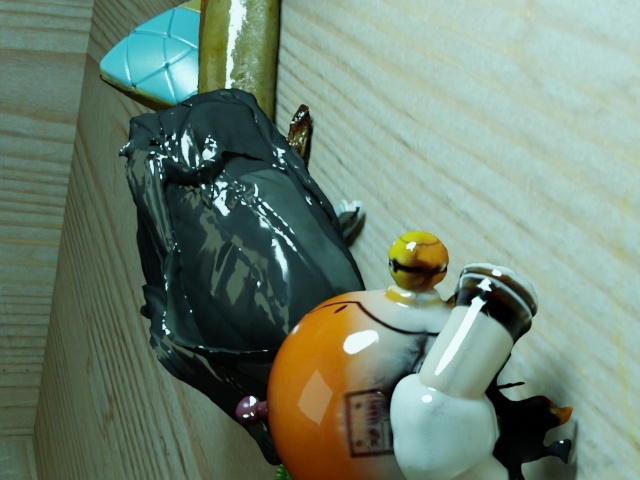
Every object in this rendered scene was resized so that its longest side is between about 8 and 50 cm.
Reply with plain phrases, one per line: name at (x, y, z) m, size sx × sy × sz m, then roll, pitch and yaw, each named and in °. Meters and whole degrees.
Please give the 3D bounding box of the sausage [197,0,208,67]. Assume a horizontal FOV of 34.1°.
sausage at (-0.149, -0.412, 1.730) m, size 0.094 × 0.097 × 0.349 m, roll -3°, pitch 83°, yaw 60°

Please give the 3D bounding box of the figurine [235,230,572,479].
figurine at (0.068, 0.155, 0.959) m, size 0.323 × 0.196 × 0.320 m, roll -10°, pitch 85°, yaw 59°

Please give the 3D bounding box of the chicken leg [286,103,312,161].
chicken leg at (-0.036, -0.122, 1.482) m, size 0.062 × 0.037 × 0.145 m, roll -83°, pitch 3°, yaw -79°

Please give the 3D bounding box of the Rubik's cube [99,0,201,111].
Rubik's cube at (-0.216, -0.313, 1.834) m, size 0.254 × 0.254 × 0.255 m, roll -176°, pitch 90°, yaw -68°

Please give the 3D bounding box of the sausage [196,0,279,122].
sausage at (-0.128, -0.221, 1.605) m, size 0.136 × 0.123 × 0.501 m, roll -15°, pitch 71°, yaw 52°

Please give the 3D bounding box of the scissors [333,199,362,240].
scissors at (0.000, 0.000, 1.372) m, size 0.242 × 0.030 × 0.118 m, roll 131°, pitch 134°, yaw -60°

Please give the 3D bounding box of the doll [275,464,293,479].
doll at (-0.028, 0.350, 1.354) m, size 0.190 × 0.050 × 0.115 m, roll -138°, pitch 52°, yaw -65°

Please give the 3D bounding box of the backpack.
backpack at (-0.099, 0.044, 1.274) m, size 0.446 × 0.254 × 0.363 m, roll 50°, pitch 149°, yaw 40°
